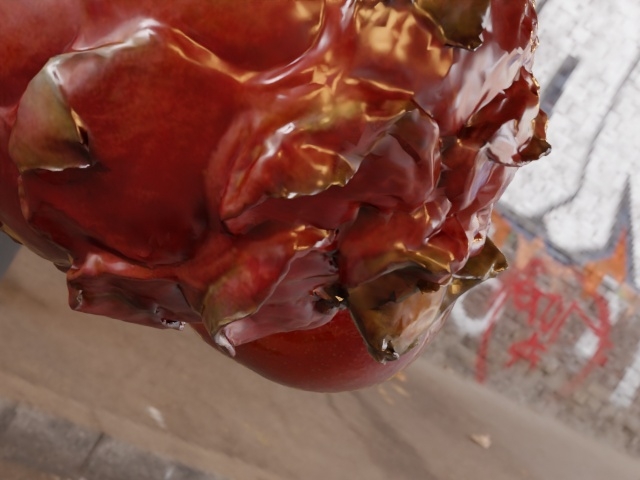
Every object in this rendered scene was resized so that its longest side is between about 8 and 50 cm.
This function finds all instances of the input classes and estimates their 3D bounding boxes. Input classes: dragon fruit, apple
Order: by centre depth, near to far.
[{"bbox_3d":[-0.049,-0.096,0.554,0.342,0.277,0.277,43,10,12],"label":"dragon fruit"},{"bbox_3d":[0.000,0.000,1.013,0.260,0.260,0.216,33,8,2],"label":"apple"}]
